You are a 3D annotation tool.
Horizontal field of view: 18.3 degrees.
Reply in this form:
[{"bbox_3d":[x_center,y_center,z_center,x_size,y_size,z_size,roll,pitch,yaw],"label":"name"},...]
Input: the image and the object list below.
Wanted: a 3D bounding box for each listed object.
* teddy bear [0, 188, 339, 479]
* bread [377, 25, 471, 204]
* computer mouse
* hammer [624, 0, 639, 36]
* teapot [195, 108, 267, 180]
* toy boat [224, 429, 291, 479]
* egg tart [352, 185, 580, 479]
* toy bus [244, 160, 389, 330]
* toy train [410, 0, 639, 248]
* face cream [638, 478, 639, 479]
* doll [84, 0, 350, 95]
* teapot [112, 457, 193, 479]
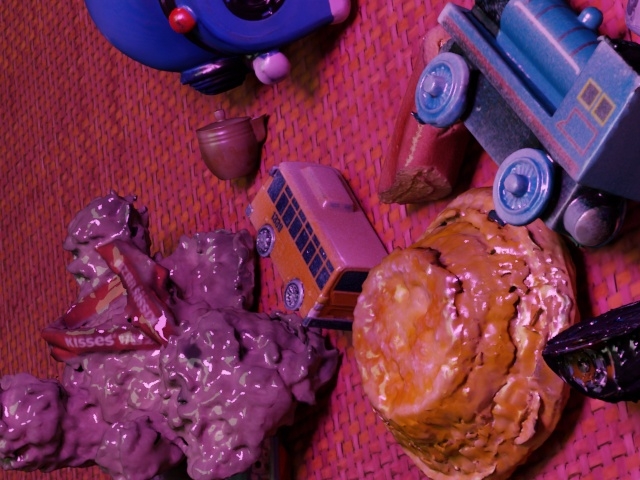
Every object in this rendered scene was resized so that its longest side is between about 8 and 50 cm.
[{"bbox_3d":[-0.154,0.120,2.161,0.368,0.224,0.357,-5,49,42],"label":"teddy bear"},{"bbox_3d":[0.108,-0.102,1.917,0.119,0.067,0.192,-98,24,-67],"label":"bread"},{"bbox_3d":[0.275,0.085,1.586,0.242,0.146,0.077,-22,94,54],"label":"computer mouse"},{"bbox_3d":[0.273,-0.237,1.700,0.194,0.070,0.116,-141,61,-63],"label":"hammer"},{"bbox_3d":[-0.098,-0.117,2.285,0.110,0.085,0.080,-109,4,-81],"label":"teapot"},{"bbox_3d":[-0.069,0.290,2.152,0.069,0.059,0.173,-12,75,57],"label":"toy boat"},{"bbox_3d":[0.118,0.089,1.829,0.294,0.123,0.294,-14,73,58],"label":"egg tart"},{"bbox_3d":[0.000,0.000,2.061,0.103,0.091,0.182,-59,41,31],"label":"toy bus"},{"bbox_3d":[0.202,-0.129,1.746,0.194,0.120,0.298,-59,39,22],"label":"toy train"},{"bbox_3d":[0.285,0.239,1.611,0.114,0.070,0.224,56,143,45],"label":"face cream"},{"bbox_3d":[-0.132,-0.296,2.184,0.310,0.240,0.284,28,137,62],"label":"doll"},{"bbox_3d":[-0.168,0.286,2.268,0.149,0.108,0.111,17,98,62],"label":"teapot"}]
